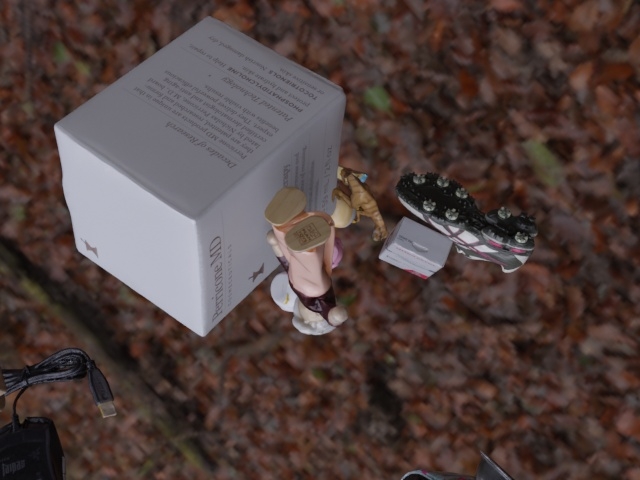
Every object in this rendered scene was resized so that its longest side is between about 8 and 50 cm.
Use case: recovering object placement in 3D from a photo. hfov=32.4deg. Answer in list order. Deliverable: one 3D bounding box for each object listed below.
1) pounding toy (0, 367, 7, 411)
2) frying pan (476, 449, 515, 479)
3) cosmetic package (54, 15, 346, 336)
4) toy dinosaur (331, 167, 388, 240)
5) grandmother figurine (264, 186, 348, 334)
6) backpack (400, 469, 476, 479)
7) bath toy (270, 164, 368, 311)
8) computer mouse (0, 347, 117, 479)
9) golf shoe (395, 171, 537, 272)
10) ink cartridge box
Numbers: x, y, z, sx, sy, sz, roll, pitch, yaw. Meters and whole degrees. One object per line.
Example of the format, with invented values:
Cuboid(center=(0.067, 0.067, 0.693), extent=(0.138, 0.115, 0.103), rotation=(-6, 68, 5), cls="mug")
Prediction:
Cuboid(center=(-0.338, 0.119, 1.015), extent=(0.181, 0.094, 0.206), rotation=(66, -171, 23), cls="pounding toy")
Cuboid(center=(0.237, 0.299, 1.101), extent=(0.197, 0.053, 0.326), rotation=(43, 179, -2), cls="frying pan")
Cuboid(center=(-0.205, -0.120, 1.962), extent=(0.327, 0.393, 0.329), rotation=(32, 146, 21), cls="cosmetic package")
Cuboid(center=(0.064, -0.083, 1.854), extent=(0.112, 0.064, 0.211), rotation=(33, 166, 42), cls="toy dinosaur")
Cuboid(center=(-0.014, 0.062, 1.848), extent=(0.342, 0.104, 0.208), rotation=(80, 163, -59), cls="grandmother figurine")
Cuboid(center=(0.204, 0.462, 1.666), extent=(0.191, 0.225, 0.253), rotation=(10, 177, -25), cls="backpack")
Cuboid(center=(0.000, 0.000, 2.478), extent=(0.129, 0.348, 0.151), rotation=(13, -173, -37), cls="bath toy")
Cuboid(center=(-0.332, 0.264, 1.375), extent=(0.060, 0.184, 0.262), rotation=(71, 177, -61), cls="computer mouse")
Cuboid(center=(0.251, -0.025, 1.983), extent=(0.273, 0.105, 0.120), rotation=(27, 141, 10), cls="golf shoe")
Cuboid(center=(0.186, 0.016, 2.166), extent=(0.109, 0.063, 0.150), rotation=(25, 166, -2), cls="ink cartridge box")
